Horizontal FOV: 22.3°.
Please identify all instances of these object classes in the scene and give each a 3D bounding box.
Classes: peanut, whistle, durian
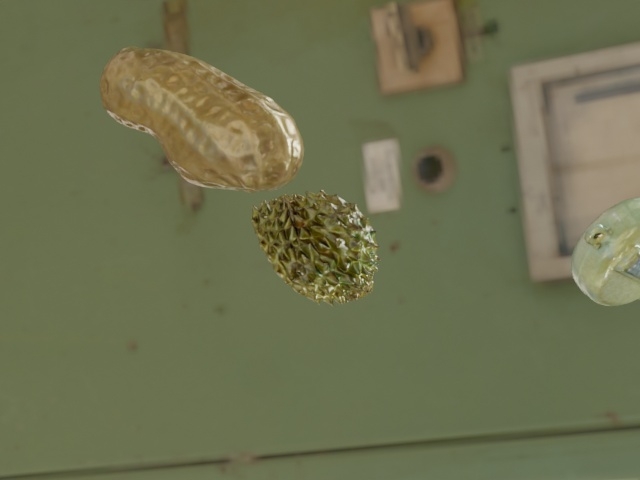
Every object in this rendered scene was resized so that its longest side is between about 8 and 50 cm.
[{"bbox_3d":[-0.117,-0.114,1.541,0.108,0.226,0.095,-60,162,5],"label":"peanut"},{"bbox_3d":[0.351,0.026,1.726,0.258,0.126,0.067,22,25,-51],"label":"whistle"},{"bbox_3d":[0.002,-0.003,2.004,0.186,0.108,0.119,43,32,0],"label":"durian"}]
